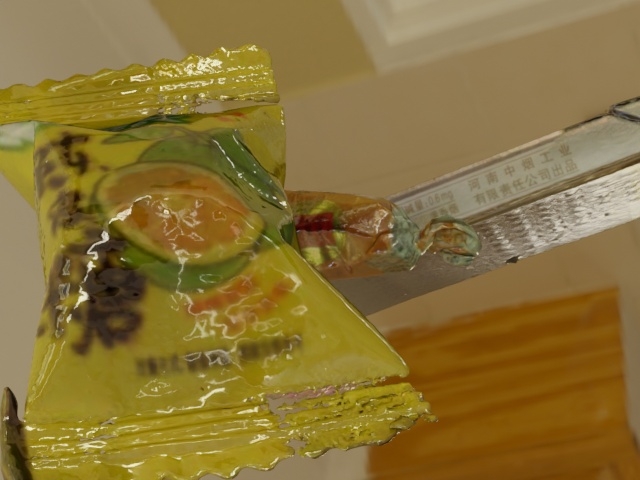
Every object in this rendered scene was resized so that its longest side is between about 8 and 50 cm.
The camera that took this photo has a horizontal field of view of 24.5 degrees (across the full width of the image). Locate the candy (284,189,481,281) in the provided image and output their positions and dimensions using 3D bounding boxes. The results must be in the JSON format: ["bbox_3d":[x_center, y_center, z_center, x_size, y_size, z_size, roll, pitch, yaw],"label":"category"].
[{"bbox_3d":[0.000,0.000,0.840,0.053,0.182,0.046,70,-150,-43],"label":"candy"}]

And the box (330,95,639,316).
[{"bbox_3d":[0.146,-0.024,1.071,0.180,0.324,0.047,35,-145,-72],"label":"box"}]

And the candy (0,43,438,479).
[{"bbox_3d":[-0.077,0.002,0.701,0.297,0.187,0.081,-111,20,-46],"label":"candy"}]

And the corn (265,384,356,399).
[{"bbox_3d":[-0.042,0.093,1.352,0.335,0.126,0.127,24,-124,-61],"label":"corn"}]
